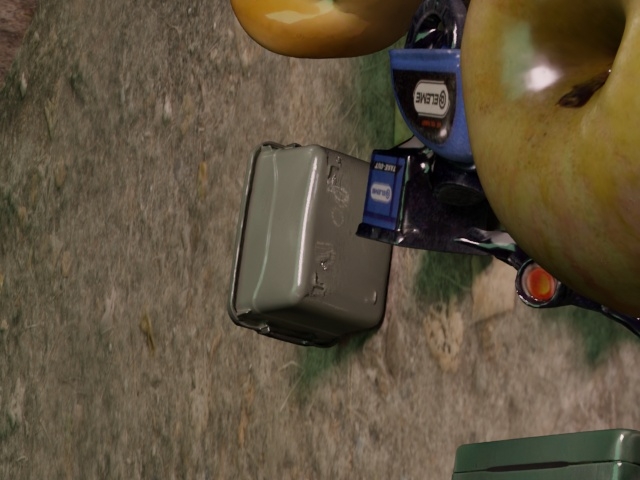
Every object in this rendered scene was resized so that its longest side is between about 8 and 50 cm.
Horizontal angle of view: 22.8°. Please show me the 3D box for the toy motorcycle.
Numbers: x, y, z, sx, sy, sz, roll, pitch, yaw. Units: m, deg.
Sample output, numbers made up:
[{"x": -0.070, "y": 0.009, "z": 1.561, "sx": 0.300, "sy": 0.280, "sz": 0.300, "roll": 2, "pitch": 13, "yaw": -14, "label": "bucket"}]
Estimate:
[{"x": 0.143, "y": -0.061, "z": 1.078, "sx": 0.358, "sy": 0.125, "sz": 0.212, "roll": -163, "pitch": 80, "yaw": -68, "label": "toy motorcycle"}]

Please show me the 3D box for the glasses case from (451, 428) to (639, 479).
[{"x": 0.157, "y": 0.146, "z": 0.969, "sx": 0.184, "sy": 0.078, "sz": 0.039, "roll": -21, "pitch": 58, "yaw": 61, "label": "glasses case"}]

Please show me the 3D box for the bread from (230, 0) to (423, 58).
[{"x": 0.037, "y": -0.300, "z": 1.245, "sx": 0.270, "sy": 0.211, "sz": 0.315, "roll": -38, "pitch": 19, "yaw": 54, "label": "bread"}]

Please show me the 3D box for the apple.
[{"x": 0.207, "y": -0.081, "z": 0.785, "sx": 0.257, "sy": 0.234, "sz": 0.257, "roll": -4, "pitch": 85, "yaw": 60, "label": "apple"}]

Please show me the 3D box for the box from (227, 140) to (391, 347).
[{"x": 0.000, "y": 0.000, "z": 1.352, "sx": 0.093, "sy": 0.124, "sz": 0.172, "roll": -11, "pitch": 68, "yaw": 53, "label": "box"}]
